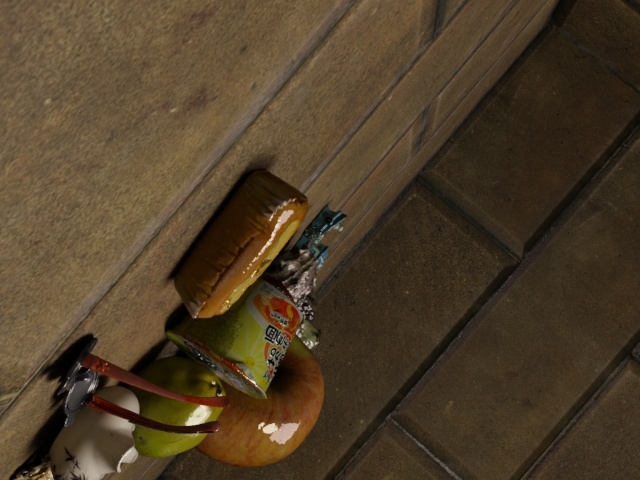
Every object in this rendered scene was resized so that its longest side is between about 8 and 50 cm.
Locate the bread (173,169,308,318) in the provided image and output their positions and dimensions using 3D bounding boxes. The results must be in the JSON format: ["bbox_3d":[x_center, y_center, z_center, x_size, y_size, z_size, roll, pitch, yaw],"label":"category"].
[{"bbox_3d":[-0.143,0.008,1.332,0.288,0.119,0.152,-51,168,16],"label":"bread"}]

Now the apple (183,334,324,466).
[{"bbox_3d":[-0.192,0.399,1.966,0.400,0.400,0.333,-42,177,-42],"label":"apple"}]

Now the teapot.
[{"bbox_3d":[-0.414,0.383,1.430,0.300,0.165,0.208,97,12,-74],"label":"teapot"}]

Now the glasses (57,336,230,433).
[{"bbox_3d":[-0.298,0.276,1.233,0.234,0.268,0.118,116,-2,-57],"label":"glasses"}]

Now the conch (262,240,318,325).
[{"bbox_3d":[-0.086,0.111,2.061,0.241,0.186,0.313,-57,153,-4],"label":"conch"}]

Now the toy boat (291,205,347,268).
[{"bbox_3d":[0.000,0.000,2.189,0.238,0.098,0.109,-54,174,30],"label":"toy boat"}]

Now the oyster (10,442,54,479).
[{"bbox_3d":[-0.535,0.465,1.484,0.163,0.081,0.191,-56,174,16],"label":"oyster"}]

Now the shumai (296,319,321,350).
[{"bbox_3d":[-0.106,0.263,2.375,0.225,0.222,0.261,-60,166,-4],"label":"shumai"}]

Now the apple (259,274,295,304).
[{"bbox_3d":[-0.143,0.179,1.837,0.160,0.195,0.173,-47,-145,48],"label":"apple"}]

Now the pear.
[{"bbox_3d":[-0.336,0.368,1.638,0.269,0.212,0.212,-25,178,14],"label":"pear"}]

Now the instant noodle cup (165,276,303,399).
[{"bbox_3d":[-0.175,0.195,1.631,0.200,0.264,0.264,-57,176,-21],"label":"instant noodle cup"}]
